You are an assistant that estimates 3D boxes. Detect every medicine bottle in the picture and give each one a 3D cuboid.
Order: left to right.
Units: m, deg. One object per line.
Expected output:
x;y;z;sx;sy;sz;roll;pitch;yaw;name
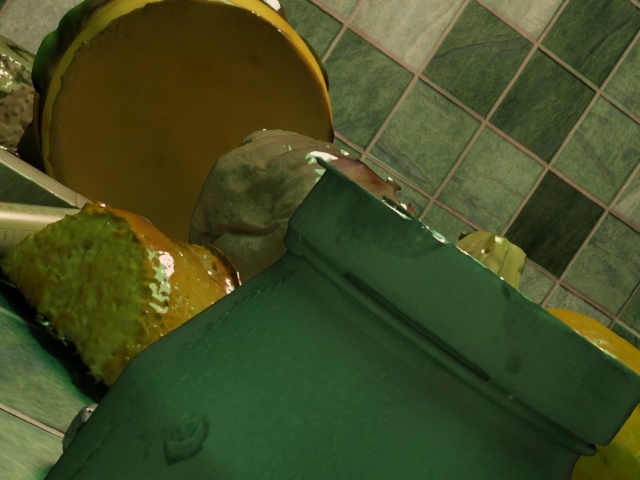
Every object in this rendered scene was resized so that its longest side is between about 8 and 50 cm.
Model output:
-0.258;-0.004;1.457;0.059;0.059;0.231;37;18;31;medicine bottle
-0.001;0.128;0.736;0.245;0.290;0.245;34;4;-3;medicine bottle

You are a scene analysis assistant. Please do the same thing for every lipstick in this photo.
-0.231;0.017;1.609;0.371;0.076;0.080;33;6;-14;lipstick

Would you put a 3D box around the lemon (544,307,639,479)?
0.263;0.223;1.644;0.297;0.297;0.297;34;5;-3;lemon

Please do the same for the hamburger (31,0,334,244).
-0.181;-0.161;1.886;0.395;0.396;0.277;32;6;-20;hamburger

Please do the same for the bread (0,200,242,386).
-0.162;0.051;1.334;0.160;0.147;0.260;33;4;-39;bread

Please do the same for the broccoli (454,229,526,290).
0.166;0.119;1.897;0.347;0.281;0.293;24;-12;4;broccoli

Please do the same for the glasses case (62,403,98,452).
-0.053;0.200;1.020;0.282;0.067;0.109;34;2;-10;glasses case

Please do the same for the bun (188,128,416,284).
-0.007;-0.002;1.621;0.281;0.205;0.281;33;8;-5;bun

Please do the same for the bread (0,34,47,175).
-0.411;-0.191;2.186;0.366;0.129;0.382;35;5;13;bread
